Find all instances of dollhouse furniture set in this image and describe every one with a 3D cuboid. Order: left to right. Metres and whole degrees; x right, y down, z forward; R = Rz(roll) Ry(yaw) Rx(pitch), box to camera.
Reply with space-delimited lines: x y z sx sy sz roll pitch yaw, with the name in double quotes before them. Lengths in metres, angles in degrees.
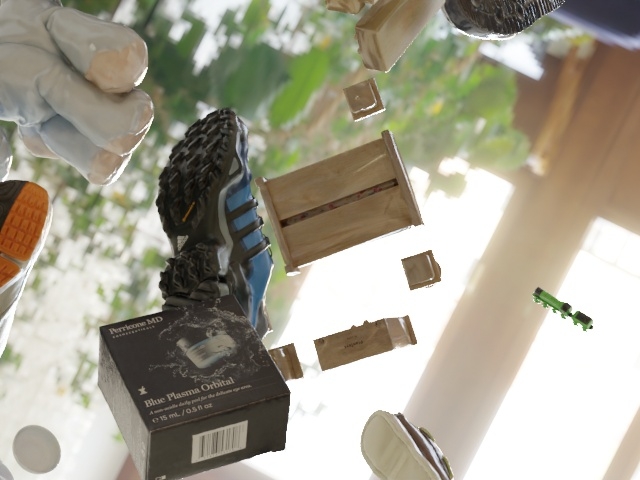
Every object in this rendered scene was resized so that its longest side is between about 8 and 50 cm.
"dollhouse furniture set" 0.000 0.000 2.076 0.303 0.355 0.174 -19 173 11
"dollhouse furniture set" 0.031 -0.269 1.407 0.123 0.144 0.151 16 143 32

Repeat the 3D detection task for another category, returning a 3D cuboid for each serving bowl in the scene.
"serving bowl" -0.454 0.335 2.381 0.083 0.027 0.083 23 -133 -28

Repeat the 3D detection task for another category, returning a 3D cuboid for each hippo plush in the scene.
"hippo plush" -0.342 -0.169 1.662 0.234 0.294 0.236 6 -153 43

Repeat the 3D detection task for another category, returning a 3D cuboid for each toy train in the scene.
"toy train" 0.275 0.077 1.707 0.083 0.017 0.023 33 165 28

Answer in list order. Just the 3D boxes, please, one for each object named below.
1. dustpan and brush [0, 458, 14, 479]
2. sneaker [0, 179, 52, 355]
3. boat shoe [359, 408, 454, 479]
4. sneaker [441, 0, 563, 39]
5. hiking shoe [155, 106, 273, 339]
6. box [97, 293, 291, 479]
"dustpan and brush" -0.490 0.361 2.189 0.211 0.060 0.147 37 172 48
"sneaker" -0.359 0.059 1.582 0.099 0.262 0.121 27 172 11
"boat shoe" 0.160 0.380 2.285 0.097 0.116 0.324 20 -159 -30
"sneaker" 0.206 -0.306 1.937 0.131 0.112 0.319 -15 -176 32
"hiking shoe" -0.117 -0.010 1.755 0.113 0.304 0.132 -17 145 31
"box" -0.133 0.153 1.555 0.156 0.093 0.158 -14 -135 -22
